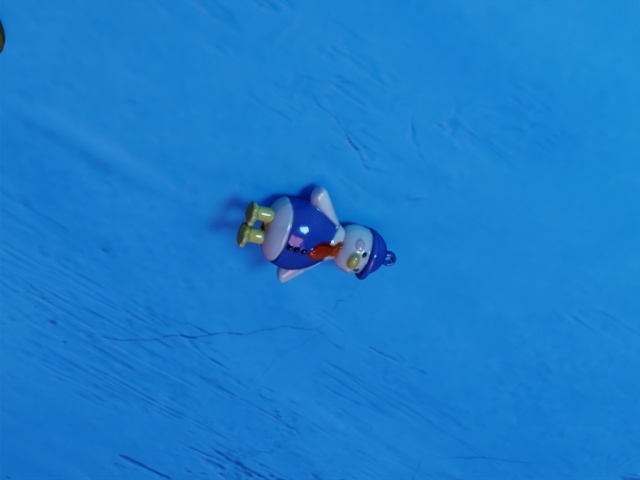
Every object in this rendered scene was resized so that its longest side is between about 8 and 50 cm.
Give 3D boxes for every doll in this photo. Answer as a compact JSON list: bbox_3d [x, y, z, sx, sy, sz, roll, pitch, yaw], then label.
[{"bbox_3d":[0.000,0.000,1.395,0.143,0.057,0.099,16,119,-21],"label":"doll"}]

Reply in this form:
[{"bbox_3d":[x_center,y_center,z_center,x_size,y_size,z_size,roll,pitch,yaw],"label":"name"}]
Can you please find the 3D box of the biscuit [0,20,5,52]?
[{"bbox_3d":[-0.351,-0.157,1.261,0.205,0.031,0.138,-15,134,18],"label":"biscuit"}]
